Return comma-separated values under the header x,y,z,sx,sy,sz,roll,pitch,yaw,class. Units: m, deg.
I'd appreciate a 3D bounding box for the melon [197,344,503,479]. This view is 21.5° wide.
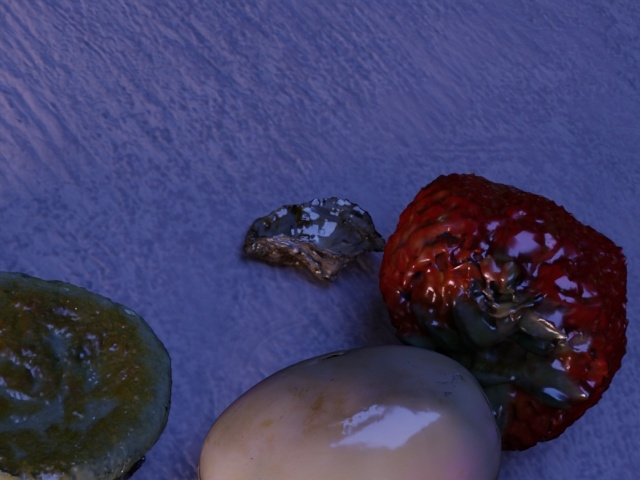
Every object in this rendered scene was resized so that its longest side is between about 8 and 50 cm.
x,y,z,sx,sy,sz,roll,pitch,yaw,class
0.035,0.222,1.713,0.317,0.223,0.223,-17,65,-9,melon

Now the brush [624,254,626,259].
x,y,z,sx,sy,sz,roll,pitch,yaw,class
0.302,0.021,2.115,0.178,0.033,0.030,1,44,-26,brush

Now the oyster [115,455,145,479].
x,y,z,sx,sy,sz,roll,pitch,yaw,class
-0.246,0.210,1.702,0.125,0.064,0.177,37,48,7,oyster

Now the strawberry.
x,y,z,sx,sy,sz,roll,pitch,yaw,class
0.227,0.053,1.915,0.312,0.267,0.351,60,35,-3,strawberry

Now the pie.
x,y,z,sx,sy,sz,roll,pitch,yaw,class
-0.299,0.143,1.667,0.323,0.070,0.323,12,38,-10,pie

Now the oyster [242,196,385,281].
x,y,z,sx,sy,sz,roll,pitch,yaw,class
-0.008,-0.001,1.965,0.177,0.056,0.105,-12,53,-33,oyster
